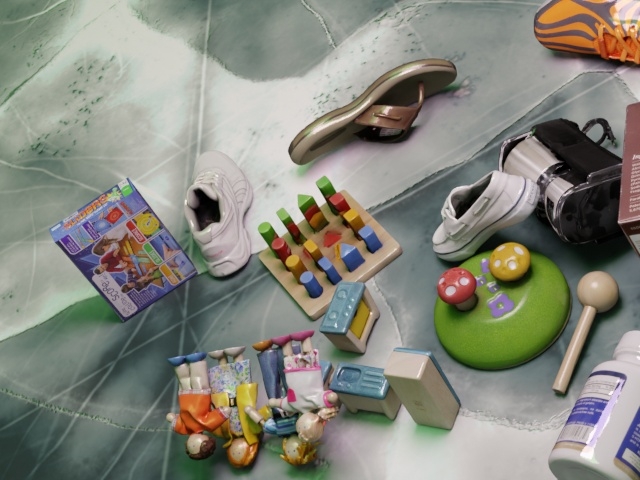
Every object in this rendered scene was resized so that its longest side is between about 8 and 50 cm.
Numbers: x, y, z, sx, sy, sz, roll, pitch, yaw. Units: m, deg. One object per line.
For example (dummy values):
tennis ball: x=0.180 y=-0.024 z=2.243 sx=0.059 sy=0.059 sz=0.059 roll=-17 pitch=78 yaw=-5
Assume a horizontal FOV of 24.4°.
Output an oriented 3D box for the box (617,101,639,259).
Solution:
box: x=0.472 y=-0.061 z=1.798 sx=0.167 sy=0.168 sz=0.203 roll=-14 pitch=44 yaw=30

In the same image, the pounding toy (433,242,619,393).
pounding toy: x=0.238 y=0.068 z=1.880 sx=0.237 sy=0.110 sz=0.183 roll=19 pitch=64 yaw=38

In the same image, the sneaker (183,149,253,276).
sneaker: x=-0.158 y=-0.064 z=2.199 sx=0.090 sy=0.115 sz=0.232 roll=-22 pitch=46 yaw=10

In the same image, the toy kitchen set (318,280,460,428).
toy kitchen set: x=0.083 y=0.129 z=1.903 sx=0.207 sy=0.122 sz=0.166 roll=5 pitch=56 yaw=31

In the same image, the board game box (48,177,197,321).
board game box: x=-0.281 y=0.016 z=2.138 sx=0.136 sy=0.201 sz=0.035 roll=-33 pitch=45 yaw=-1

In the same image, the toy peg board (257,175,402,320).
toy peg board: x=0.000 y=0.000 z=2.087 sx=0.161 sy=0.079 sz=0.160 roll=-38 pitch=45 yaw=-5

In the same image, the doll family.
doll family: x=-0.069 y=0.212 z=1.907 sx=0.263 sy=0.118 sz=0.163 roll=-13 pitch=83 yaw=30

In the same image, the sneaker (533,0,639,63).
sneaker: x=0.443 y=-0.274 z=2.046 sx=0.321 sy=0.124 sz=0.180 roll=-4 pitch=51 yaw=25

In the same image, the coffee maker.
coffee maker: x=0.341 y=-0.087 z=1.926 sx=0.171 sy=0.120 sz=0.178 roll=-40 pitch=34 yaw=-1

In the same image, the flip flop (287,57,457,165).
flip flop: x=0.083 y=-0.177 z=2.184 sx=0.277 sy=0.112 sz=0.080 roll=-30 pitch=71 yaw=-1

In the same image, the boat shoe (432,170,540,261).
boat shoe: x=0.198 y=-0.042 z=1.938 sx=0.226 sy=0.075 sz=0.083 roll=-39 pitch=27 yaw=55

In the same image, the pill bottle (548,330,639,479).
pill bottle: x=0.349 y=0.203 z=1.706 sx=0.112 sy=0.112 sz=0.187 roll=14 pitch=61 yaw=36
